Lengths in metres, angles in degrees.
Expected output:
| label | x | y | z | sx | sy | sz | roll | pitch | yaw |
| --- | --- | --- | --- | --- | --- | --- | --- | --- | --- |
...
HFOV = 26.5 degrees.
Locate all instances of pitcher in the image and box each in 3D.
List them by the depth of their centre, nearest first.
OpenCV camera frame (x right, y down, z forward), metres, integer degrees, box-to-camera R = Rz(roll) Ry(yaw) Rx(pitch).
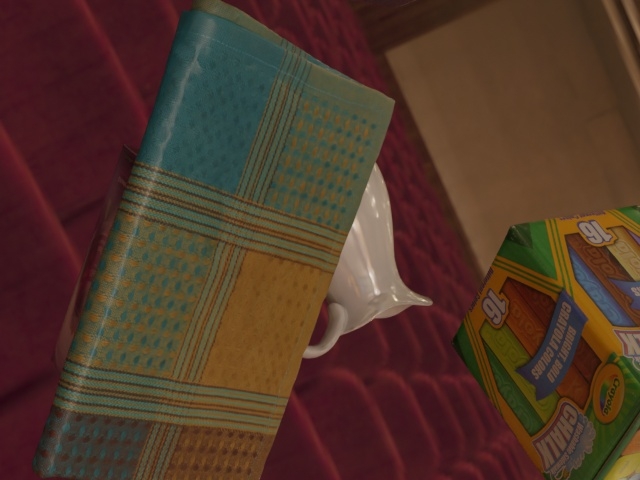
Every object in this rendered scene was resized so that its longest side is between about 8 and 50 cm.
| label | x | y | z | sx | sy | sz | roll | pitch | yaw |
| --- | --- | --- | --- | --- | --- | --- | --- | --- | --- |
| pitcher | 0.000 | 0.000 | 1.334 | 0.177 | 0.125 | 0.207 | -25 | 92 | -41 |

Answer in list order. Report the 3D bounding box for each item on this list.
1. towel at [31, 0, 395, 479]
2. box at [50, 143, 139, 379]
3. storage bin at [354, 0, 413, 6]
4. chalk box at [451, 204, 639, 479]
| label | x | y | z | sx | sy | sz | roll | pitch | yaw |
| --- | --- | --- | --- | --- | --- | --- | --- | --- | --- |
| towel | -0.077 | 0.020 | 1.081 | 0.040 | 0.370 | 0.271 | 19 | -2 | 36 |
| box | -0.174 | 0.068 | 1.574 | 0.182 | 0.294 | 0.296 | 17 | 5 | -20 |
| storage bin | 0.036 | -0.224 | 1.005 | 0.135 | 0.098 | 0.091 | -7 | 81 | -58 |
| chalk box | 0.292 | 0.132 | 1.300 | 0.289 | 0.179 | 0.180 | 56 | -40 | 35 |
